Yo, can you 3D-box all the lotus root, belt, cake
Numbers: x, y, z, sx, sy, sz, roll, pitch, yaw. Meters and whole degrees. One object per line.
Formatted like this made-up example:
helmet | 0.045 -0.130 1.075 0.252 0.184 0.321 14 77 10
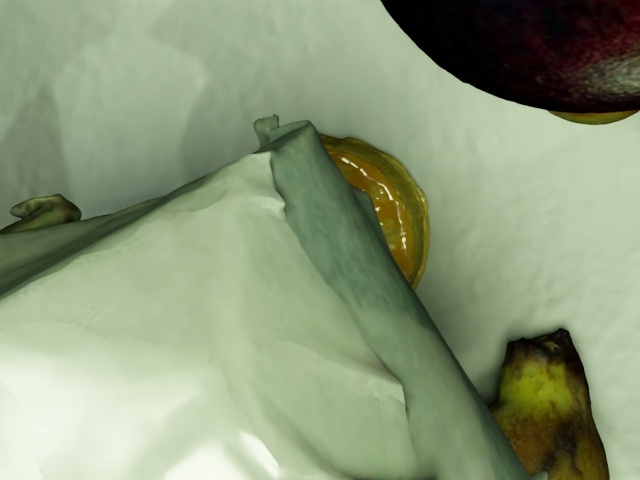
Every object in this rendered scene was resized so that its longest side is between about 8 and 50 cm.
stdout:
lotus root | 0.057 0.125 0.640 0.108 0.094 0.190 24 100 -30
belt | -0.143 0.124 0.558 0.436 0.300 0.173 -34 92 29
cake | 0.000 0.000 0.651 0.084 0.044 0.084 2 100 9

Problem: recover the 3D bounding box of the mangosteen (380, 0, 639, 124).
mangosteen | 0.117 -0.114 0.551 0.194 0.194 0.230 -38 116 14
